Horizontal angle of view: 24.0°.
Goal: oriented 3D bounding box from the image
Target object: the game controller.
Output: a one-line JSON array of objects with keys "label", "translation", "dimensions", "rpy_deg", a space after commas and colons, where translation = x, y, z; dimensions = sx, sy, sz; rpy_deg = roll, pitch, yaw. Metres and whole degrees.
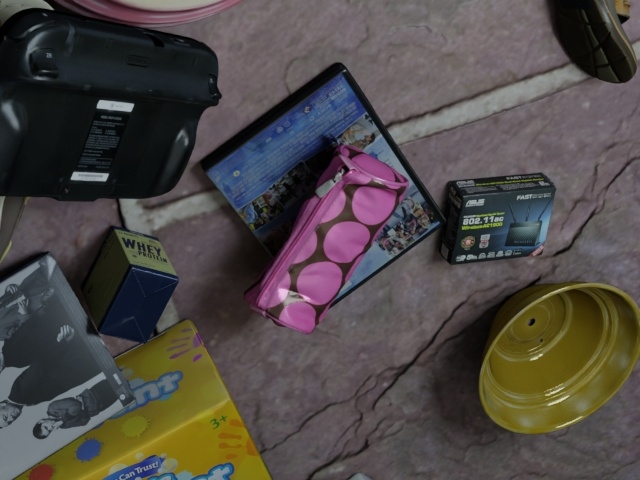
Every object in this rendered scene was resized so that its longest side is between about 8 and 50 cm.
[{"label": "game controller", "translation": [-0.200, -0.114, 1.355], "dimensions": [0.166, 0.067, 0.319], "rpy_deg": [-60, 156, 15]}]

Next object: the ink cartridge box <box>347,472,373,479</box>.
[{"label": "ink cartridge box", "translation": [-0.020, 0.504, 1.784], "dimensions": [0.385, 0.308, 0.091], "rpy_deg": [-42, 127, 6]}]

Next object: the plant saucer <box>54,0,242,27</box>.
[{"label": "plant saucer", "translation": [-0.131, -0.332, 1.322], "dimensions": [0.332, 0.084, 0.332], "rpy_deg": [-12, 126, -17]}]

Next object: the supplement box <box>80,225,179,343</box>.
[{"label": "supplement box", "translation": [-0.196, 0.045, 1.542], "dimensions": [0.056, 0.083, 0.083], "rpy_deg": [17, 113, -32]}]

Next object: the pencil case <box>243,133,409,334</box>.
[{"label": "pencil case", "translation": [0.000, 0.000, 1.570], "dimensions": [0.209, 0.095, 0.098], "rpy_deg": [-60, 160, 16]}]

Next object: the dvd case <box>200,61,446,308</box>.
[{"label": "dvd case", "translation": [0.009, -0.050, 1.613], "dimensions": [0.180, 0.022, 0.253], "rpy_deg": [-36, 129, 0]}]

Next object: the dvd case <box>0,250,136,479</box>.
[{"label": "dvd case", "translation": [-0.327, 0.147, 1.499], "dimensions": [0.238, 0.029, 0.179], "rpy_deg": [-32, 100, -19]}]

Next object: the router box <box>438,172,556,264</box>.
[{"label": "router box", "translation": [0.200, -0.025, 1.705], "dimensions": [0.122, 0.038, 0.092], "rpy_deg": [-7, 123, -21]}]

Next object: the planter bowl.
[{"label": "planter bowl", "translation": [0.268, 0.118, 1.798], "dimensions": [0.217, 0.090, 0.217], "rpy_deg": [-12, 126, -17]}]

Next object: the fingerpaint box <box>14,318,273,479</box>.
[{"label": "fingerpaint box", "translation": [-0.255, 0.354, 1.669], "dimensions": [0.444, 0.163, 0.371], "rpy_deg": [-27, 128, -6]}]

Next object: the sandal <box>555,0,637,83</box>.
[{"label": "sandal", "translation": [0.283, -0.252, 1.578], "dimensions": [0.060, 0.090, 0.219], "rpy_deg": [-46, 124, -19]}]

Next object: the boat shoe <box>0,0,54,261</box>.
[{"label": "boat shoe", "translation": [-0.311, -0.082, 1.395], "dimensions": [0.116, 0.097, 0.324], "rpy_deg": [16, 108, -8]}]
